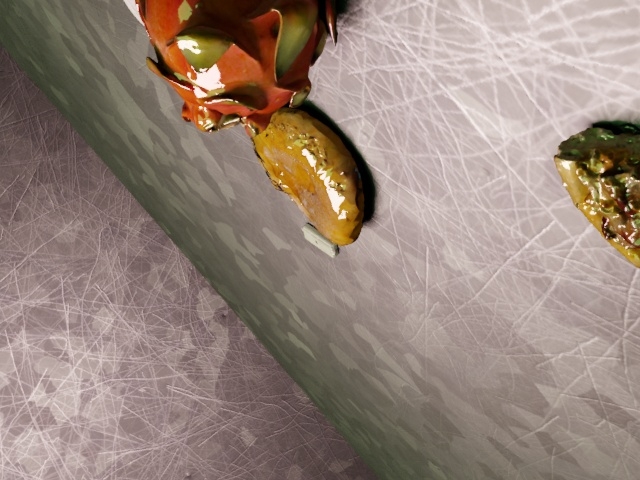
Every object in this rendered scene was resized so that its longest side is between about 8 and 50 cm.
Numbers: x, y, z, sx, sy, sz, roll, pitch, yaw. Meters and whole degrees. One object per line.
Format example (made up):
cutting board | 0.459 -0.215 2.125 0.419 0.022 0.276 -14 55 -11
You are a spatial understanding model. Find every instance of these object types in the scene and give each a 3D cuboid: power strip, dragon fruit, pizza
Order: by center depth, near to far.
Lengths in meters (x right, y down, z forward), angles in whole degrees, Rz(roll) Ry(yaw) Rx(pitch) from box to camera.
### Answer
pizza | 0.290 -0.033 0.509 0.154 0.069 0.194 52 161 -9
dragon fruit | -0.093 -0.238 0.707 0.224 0.224 0.227 35 151 31
power strip | 0.000 0.000 1.227 0.090 0.016 0.040 35 156 29

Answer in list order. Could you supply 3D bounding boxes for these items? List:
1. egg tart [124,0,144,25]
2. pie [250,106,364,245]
egg tart | -0.229 -0.369 0.902 0.234 0.094 0.234 42 158 21
pie | -0.019 -0.100 1.014 0.273 0.069 0.273 44 159 22
